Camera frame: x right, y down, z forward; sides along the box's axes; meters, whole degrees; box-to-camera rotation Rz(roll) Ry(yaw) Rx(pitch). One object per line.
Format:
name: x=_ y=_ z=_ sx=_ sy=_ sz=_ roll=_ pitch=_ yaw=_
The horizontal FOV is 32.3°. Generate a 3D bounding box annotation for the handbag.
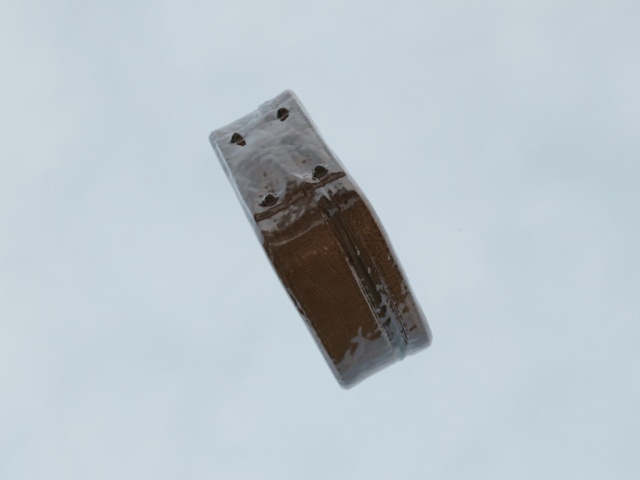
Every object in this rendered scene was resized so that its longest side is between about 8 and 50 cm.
handbag: x=0.000 y=0.000 z=0.709 sx=0.072 sy=0.193 sz=0.151 roll=-29 pitch=-59 yaw=-3
